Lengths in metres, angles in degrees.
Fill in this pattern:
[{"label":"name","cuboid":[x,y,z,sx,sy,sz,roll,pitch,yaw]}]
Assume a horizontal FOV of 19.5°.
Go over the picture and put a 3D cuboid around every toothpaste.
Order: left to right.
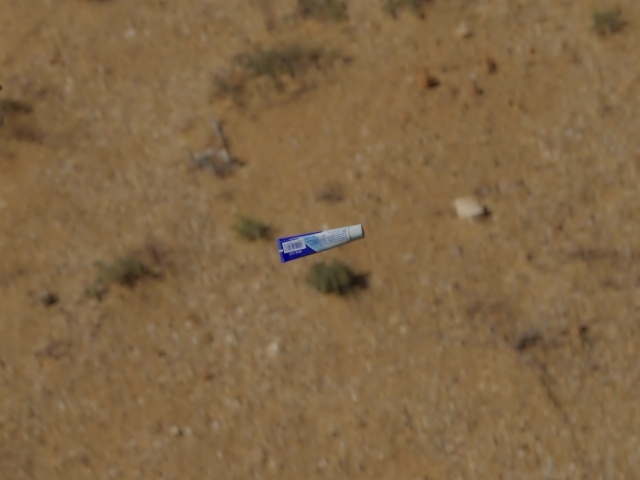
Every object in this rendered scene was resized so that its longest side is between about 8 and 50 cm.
[{"label":"toothpaste","cuboid":[0.000,0.000,1.745,0.083,0.015,0.024,-15,87,9]}]

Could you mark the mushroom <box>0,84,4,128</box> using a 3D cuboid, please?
[{"label":"mushroom","cuboid":[-0.150,-0.112,0.465,0.072,0.210,0.094,-26,22,-22]}]
